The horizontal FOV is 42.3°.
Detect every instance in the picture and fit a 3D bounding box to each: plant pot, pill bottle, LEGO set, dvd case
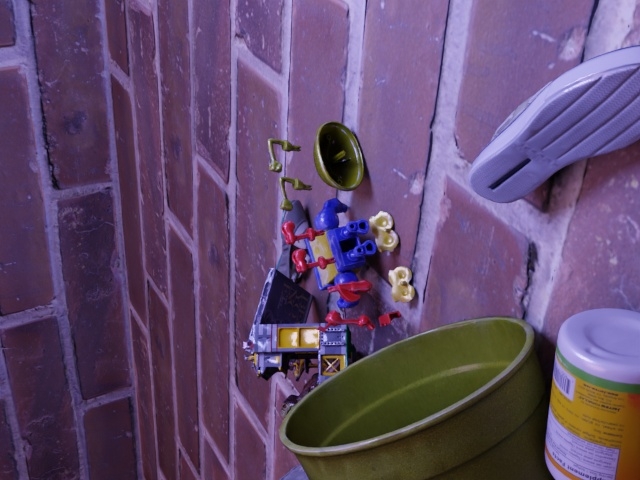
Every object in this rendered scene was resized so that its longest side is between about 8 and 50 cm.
[{"bbox_3d":[0.184,0.341,1.131,0.366,0.367,0.352,-11,105,64],"label":"plant pot"},{"bbox_3d":[0.333,0.215,0.953,0.136,0.136,0.245,36,134,52],"label":"pill bottle"},{"bbox_3d":[-0.038,0.268,1.491,0.331,0.192,0.254,51,-142,-80],"label":"LEGO set"},{"bbox_3d":[-0.076,0.160,1.627,0.018,0.221,0.164,11,77,22],"label":"dvd case"}]

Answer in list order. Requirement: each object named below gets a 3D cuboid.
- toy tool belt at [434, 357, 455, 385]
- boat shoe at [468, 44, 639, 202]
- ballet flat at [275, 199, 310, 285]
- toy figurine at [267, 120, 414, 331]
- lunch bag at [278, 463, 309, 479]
[{"bbox_3d":[0.203,0.217,1.306,0.052,0.051,0.083,26,126,57],"label":"toy tool belt"},{"bbox_3d":[0.274,-0.143,0.935,0.302,0.109,0.094,-34,29,54],"label":"boat shoe"},{"bbox_3d":[-0.046,0.009,1.694,0.068,0.072,0.213,30,135,20],"label":"ballet flat"},{"bbox_3d":[0.000,0.000,1.459,0.362,0.191,0.217,72,158,9],"label":"toy figurine"},{"bbox_3d":[0.031,0.507,1.497,0.287,0.235,0.168,22,123,36],"label":"lunch bag"}]
